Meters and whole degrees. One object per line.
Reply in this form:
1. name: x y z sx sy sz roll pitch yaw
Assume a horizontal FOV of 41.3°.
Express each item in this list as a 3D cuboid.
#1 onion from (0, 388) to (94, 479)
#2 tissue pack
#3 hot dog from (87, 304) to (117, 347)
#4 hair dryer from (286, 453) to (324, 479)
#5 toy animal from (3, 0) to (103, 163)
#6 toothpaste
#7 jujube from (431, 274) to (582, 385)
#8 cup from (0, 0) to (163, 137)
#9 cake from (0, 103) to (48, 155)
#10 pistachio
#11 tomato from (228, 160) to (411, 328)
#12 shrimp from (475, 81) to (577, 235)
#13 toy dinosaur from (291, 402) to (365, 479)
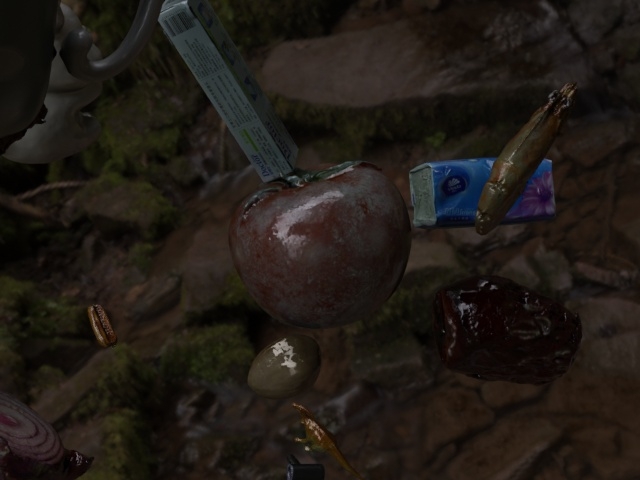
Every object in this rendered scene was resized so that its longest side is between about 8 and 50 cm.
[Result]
1. onion: -0.399 0.293 1.102 0.195 0.218 0.139 24 84 44
2. tissue pack: 0.339 -0.101 1.814 0.264 0.146 0.198 -4 0 -8
3. hot dog: -0.505 0.198 1.957 0.037 0.049 0.122 -48 58 32
4. hair dryer: -0.028 0.304 1.134 0.047 0.026 0.083 5 0 -18
5. toy animal: -0.521 -0.321 1.532 0.196 0.367 0.241 33 36 21
6. toothpaste: -0.145 -0.250 1.388 0.067 0.336 0.081 -19 32 21
7. jujube: 0.436 0.219 2.012 0.258 0.377 0.258 -162 90 -79
8. cup: -0.322 -0.236 0.783 0.357 0.274 0.259 2 16 -26
9. cake: -0.489 -0.154 1.106 0.135 0.112 0.246 16 46 24
10. pistachio: -0.060 0.221 1.478 0.149 0.113 0.113 -29 27 14
11. tomato: 0.000 0.000 1.451 0.317 0.282 0.316 -14 17 4
12. shrimp: 0.335 -0.134 1.376 0.062 0.154 0.294 36 89 19
13. toy dinosaur: 0.003 0.214 0.884 0.026 0.113 0.041 -39 2 -40
